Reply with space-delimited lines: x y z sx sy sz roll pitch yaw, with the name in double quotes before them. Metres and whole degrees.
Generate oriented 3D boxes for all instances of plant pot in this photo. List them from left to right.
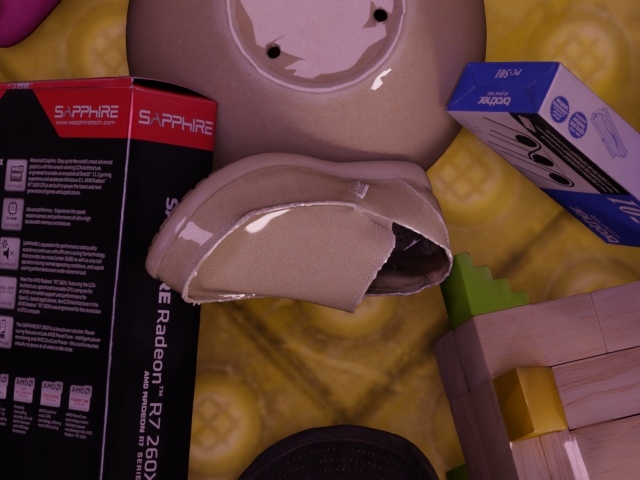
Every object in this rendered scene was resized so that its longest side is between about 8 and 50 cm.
"plant pot" -0.008 -0.161 1.286 0.284 0.191 0.284 0 89 -2

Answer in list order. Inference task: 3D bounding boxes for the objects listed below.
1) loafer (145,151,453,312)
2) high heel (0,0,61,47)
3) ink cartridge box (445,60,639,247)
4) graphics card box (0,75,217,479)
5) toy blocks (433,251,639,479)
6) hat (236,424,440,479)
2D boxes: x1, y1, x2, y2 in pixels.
"loafer" 0.000 0.000 1.202 0.092 0.268 0.102 50 129 28
"high heel" -0.108 -0.283 1.309 0.181 0.127 0.377 25 110 -19
"ink cartridge box" 0.196 -0.060 1.289 0.207 0.097 0.046 35 74 -35
"graphics card box" -0.196 0.072 1.259 0.233 0.094 0.371 2 86 40
"toy blocks" 0.254 0.179 1.308 0.261 0.191 0.381 -11 78 -18
"hat" 0.035 0.309 1.284 0.134 0.331 0.331 19 87 -39
